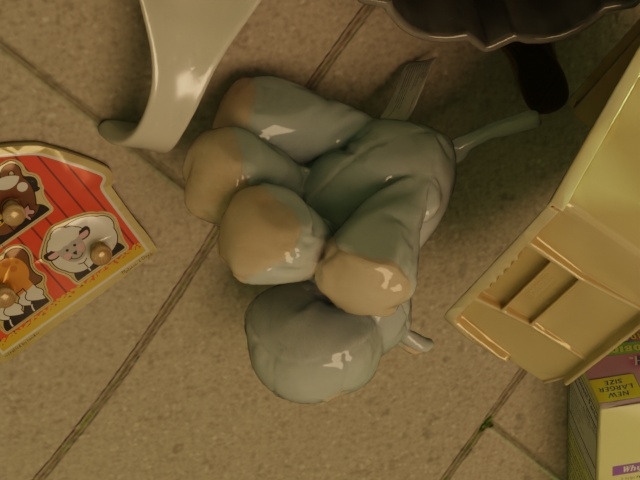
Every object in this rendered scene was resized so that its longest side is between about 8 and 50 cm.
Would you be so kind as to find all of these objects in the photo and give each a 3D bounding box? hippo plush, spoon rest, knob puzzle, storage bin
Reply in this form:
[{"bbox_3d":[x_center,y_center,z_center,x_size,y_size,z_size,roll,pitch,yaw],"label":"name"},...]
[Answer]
[{"bbox_3d":[0.000,0.000,1.414,0.294,0.234,0.236,-49,162,-41],"label":"hippo plush"},{"bbox_3d":[-0.104,-0.185,1.295,0.137,0.084,0.276,7,118,-26],"label":"spoon rest"},{"bbox_3d":[-0.253,-0.001,1.380,0.213,0.030,0.213,-10,123,-16],"label":"knob puzzle"},{"bbox_3d":[0.243,-0.042,1.364,0.123,0.260,0.262,33,62,-1],"label":"storage bin"}]

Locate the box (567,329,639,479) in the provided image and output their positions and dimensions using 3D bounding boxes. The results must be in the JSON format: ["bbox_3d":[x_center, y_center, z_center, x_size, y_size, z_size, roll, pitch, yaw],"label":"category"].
[{"bbox_3d":[0.370,0.213,1.694,0.213,0.117,0.243,-9,124,-4],"label":"box"}]

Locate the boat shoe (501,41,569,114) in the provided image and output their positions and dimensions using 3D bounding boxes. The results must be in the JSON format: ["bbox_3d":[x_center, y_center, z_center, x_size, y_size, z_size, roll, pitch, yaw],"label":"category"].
[{"bbox_3d":[0.179,-0.184,1.443,0.056,0.048,0.153,-22,120,6],"label":"boat shoe"}]

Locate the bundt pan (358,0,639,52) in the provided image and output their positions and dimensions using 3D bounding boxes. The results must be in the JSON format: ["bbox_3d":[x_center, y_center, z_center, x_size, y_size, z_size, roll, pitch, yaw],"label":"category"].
[{"bbox_3d":[0.149,-0.312,1.268,0.331,0.124,0.331,-7,134,-7],"label":"bundt pan"}]
